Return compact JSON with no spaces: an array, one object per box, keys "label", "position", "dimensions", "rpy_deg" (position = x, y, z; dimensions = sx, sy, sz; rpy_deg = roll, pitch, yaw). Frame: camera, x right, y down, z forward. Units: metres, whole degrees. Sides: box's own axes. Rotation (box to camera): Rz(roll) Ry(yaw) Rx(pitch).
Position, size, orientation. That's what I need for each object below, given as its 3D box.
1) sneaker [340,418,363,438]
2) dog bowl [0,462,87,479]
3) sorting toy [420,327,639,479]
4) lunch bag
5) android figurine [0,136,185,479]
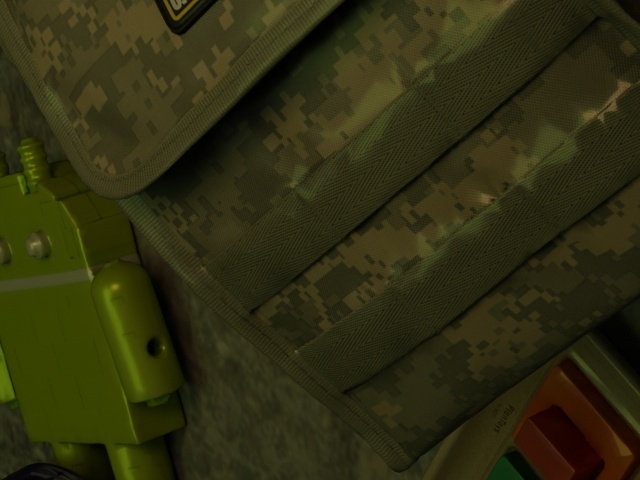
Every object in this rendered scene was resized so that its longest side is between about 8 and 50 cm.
[{"label":"sneaker","position":[0.000,0.000,1.013],"dimensions":[0.258,0.094,0.091],"rpy_deg":[62,176,4]},{"label":"dog bowl","position":[-0.185,0.298,1.320],"dimensions":[0.265,0.104,0.264],"rpy_deg":[34,141,33]},{"label":"sorting toy","position":[0.134,0.150,0.906],"dimensions":[0.196,0.047,0.347],"rpy_deg":[47,138,23]},{"label":"lunch bag","position":[0.021,-0.088,0.730],"dimensions":[0.287,0.169,0.235],"rpy_deg":[43,123,-10]},{"label":"android figurine","position":[-0.180,0.060,1.294],"dimensions":[0.248,0.056,0.272],"rpy_deg":[-5,103,54]}]
